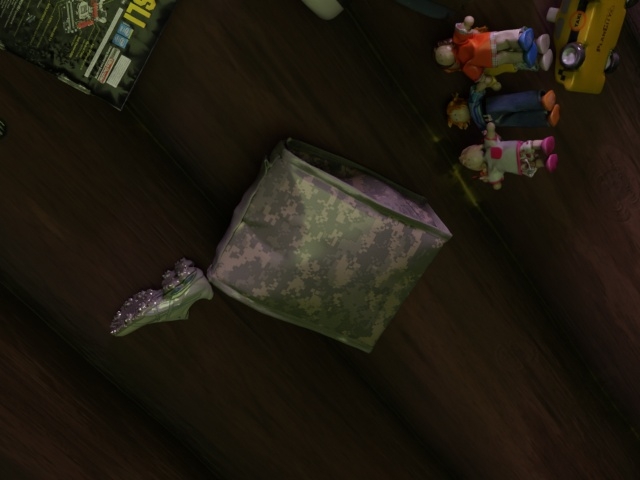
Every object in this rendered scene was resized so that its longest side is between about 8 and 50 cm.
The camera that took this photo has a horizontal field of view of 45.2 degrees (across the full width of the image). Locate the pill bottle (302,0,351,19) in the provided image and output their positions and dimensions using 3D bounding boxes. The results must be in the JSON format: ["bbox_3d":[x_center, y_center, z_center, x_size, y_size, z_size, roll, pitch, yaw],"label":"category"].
[{"bbox_3d":[0.064,-0.444,0.917,0.334,0.188,0.188,-42,114,13],"label":"pill bottle"}]

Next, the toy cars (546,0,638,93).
[{"bbox_3d":[0.330,-0.375,1.009,0.176,0.087,0.394,-43,132,-16],"label":"toy cars"}]

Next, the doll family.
[{"bbox_3d":[0.244,-0.207,1.081,0.163,0.118,0.263,4,130,35],"label":"doll family"}]

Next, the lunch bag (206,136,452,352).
[{"bbox_3d":[0.000,0.000,1.137,0.287,0.169,0.235,24,111,-23],"label":"lunch bag"}]

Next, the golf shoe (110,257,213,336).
[{"bbox_3d":[-0.248,0.110,1.213,0.176,0.069,0.086,-34,122,10],"label":"golf shoe"}]

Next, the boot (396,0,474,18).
[{"bbox_3d":[0.196,-0.356,1.060,0.219,0.082,0.106,13,141,-26],"label":"boot"}]

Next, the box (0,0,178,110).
[{"bbox_3d":[-0.295,-0.365,0.966,0.257,0.079,0.322,25,110,-21],"label":"box"}]
